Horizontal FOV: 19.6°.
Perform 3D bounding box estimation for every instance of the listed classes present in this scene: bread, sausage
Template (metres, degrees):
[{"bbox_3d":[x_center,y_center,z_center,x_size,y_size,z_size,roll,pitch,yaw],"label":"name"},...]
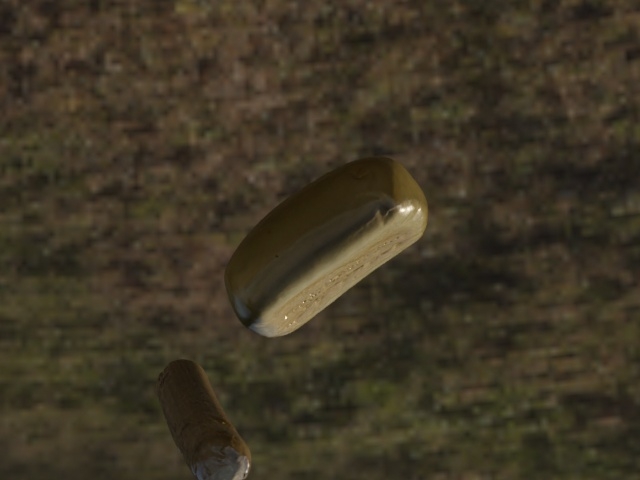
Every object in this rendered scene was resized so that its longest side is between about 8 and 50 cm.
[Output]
[{"bbox_3d":[0.000,0.000,1.796,0.217,0.098,0.147,-34,157,1],"label":"bread"},{"bbox_3d":[-0.118,0.185,1.851,0.065,0.066,0.301,1,-169,-11],"label":"sausage"}]
